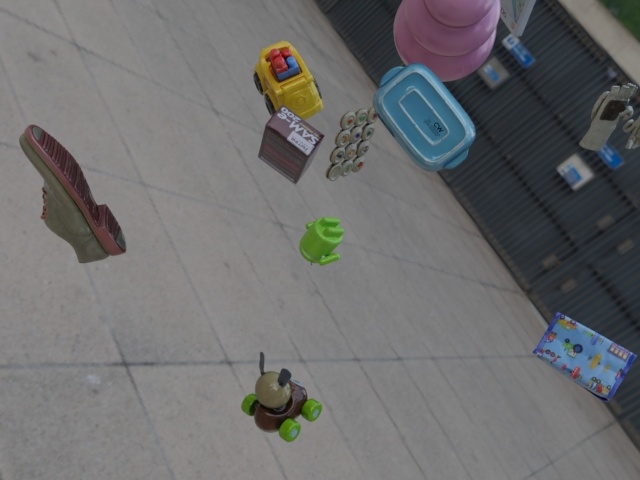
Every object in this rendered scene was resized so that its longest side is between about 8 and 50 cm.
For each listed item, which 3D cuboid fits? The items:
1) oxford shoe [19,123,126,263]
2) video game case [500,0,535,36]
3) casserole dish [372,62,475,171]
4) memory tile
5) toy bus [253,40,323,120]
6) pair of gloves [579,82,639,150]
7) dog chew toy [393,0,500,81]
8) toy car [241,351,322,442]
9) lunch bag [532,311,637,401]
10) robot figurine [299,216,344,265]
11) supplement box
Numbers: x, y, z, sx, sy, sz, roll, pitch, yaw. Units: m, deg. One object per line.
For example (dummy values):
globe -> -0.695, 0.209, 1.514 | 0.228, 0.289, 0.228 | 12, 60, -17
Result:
oxford shoe -> -0.556, -0.082, 1.477 | 0.123, 0.130, 0.348 | -108, 175, -58
video game case -> 0.641, -0.902, 2.276 | 0.329, 0.036, 0.300 | 101, -25, -53
casserole dish -> 0.165, -0.195, 1.095 | 0.188, 0.114, 0.037 | 51, 12, -2
memory tile -> 0.063, -0.188, 1.331 | 0.012, 0.148, 0.113 | 37, 38, 30
toy bus -> -0.103, -0.454, 1.845 | 0.211, 0.149, 0.220 | 73, -9, -62
pair of gloves -> 0.841, -0.336, 1.875 | 0.240, 0.204, 0.042 | 0, 42, -13
dog chew toy -> 0.249, -0.432, 1.308 | 0.207, 0.206, 0.332 | 52, -1, 4
toy car -> -0.098, 0.343, 1.604 | 0.155, 0.188, 0.149 | 24, 43, 34
lunch bag -> 0.716, 0.340, 1.898 | 0.221, 0.138, 0.293 | 31, -9, 25
robot figurine -> 0.000, 0.000, 1.372 | 0.067, 0.115, 0.101 | 1, 54, -36
supplement box -> -0.078, -0.233, 1.716 | 0.130, 0.073, 0.239 | 36, -15, -2
